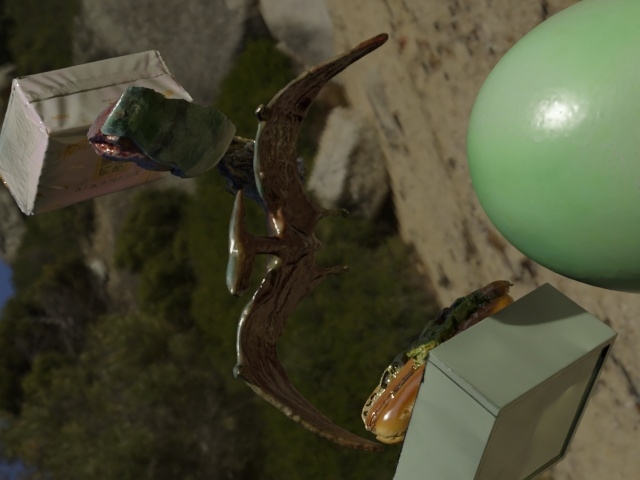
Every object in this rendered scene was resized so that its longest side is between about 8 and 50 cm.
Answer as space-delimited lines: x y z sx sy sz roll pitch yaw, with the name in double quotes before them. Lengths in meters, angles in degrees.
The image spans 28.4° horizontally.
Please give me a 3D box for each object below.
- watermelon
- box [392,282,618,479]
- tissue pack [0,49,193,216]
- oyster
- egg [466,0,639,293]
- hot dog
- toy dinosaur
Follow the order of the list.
"watermelon" -0.173 -0.100 1.283 0.187 0.139 0.071 16 -104 -58
"box" 0.214 0.201 1.524 0.117 0.225 0.225 39 135 30
"tissue pack" -0.317 -0.148 1.766 0.124 0.225 0.185 55 143 23
"oyster" -0.104 -0.102 1.944 0.053 0.165 0.108 -46 -24 -59
"egg" 0.237 -0.072 0.892 0.220 0.269 0.220 178 90 -89
"hot dog" 0.193 0.189 2.077 0.100 0.337 0.135 44 175 -11
"toy dinosaur" 0.004 -0.006 1.091 0.206 0.113 0.327 49 -130 -55
